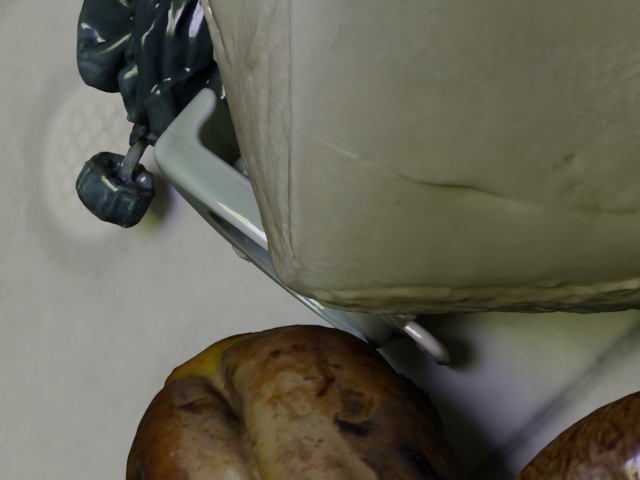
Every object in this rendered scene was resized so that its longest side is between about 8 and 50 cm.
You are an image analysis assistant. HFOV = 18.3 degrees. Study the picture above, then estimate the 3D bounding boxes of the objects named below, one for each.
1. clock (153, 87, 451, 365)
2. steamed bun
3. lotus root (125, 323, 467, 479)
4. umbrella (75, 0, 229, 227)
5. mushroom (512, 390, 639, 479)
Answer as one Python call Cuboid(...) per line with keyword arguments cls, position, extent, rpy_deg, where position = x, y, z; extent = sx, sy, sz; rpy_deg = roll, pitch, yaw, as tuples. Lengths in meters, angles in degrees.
Cuboid(cls="clock", position=(0.000, 0.000, 1.138), extent=(0.191, 0.151, 0.062), rpy_deg=(36, 82, 32))
Cuboid(cls="steamed bun", position=(0.086, -0.095, 0.938), extent=(0.290, 0.272, 0.273), rpy_deg=(-8, 86, 3))
Cuboid(cls="lotus root", position=(-0.013, 0.143, 1.080), extent=(0.193, 0.193, 0.291), rpy_deg=(-63, 23, 16))
Cuboid(cls="umbrella", position=(-0.073, -0.147, 1.224), extent=(0.143, 0.094, 0.349), rpy_deg=(52, 126, 30))
Cuboid(cls="mushroom", position=(0.201, 0.241, 0.876), extent=(0.345, 0.239, 0.345), rpy_deg=(-45, 35, 44))
